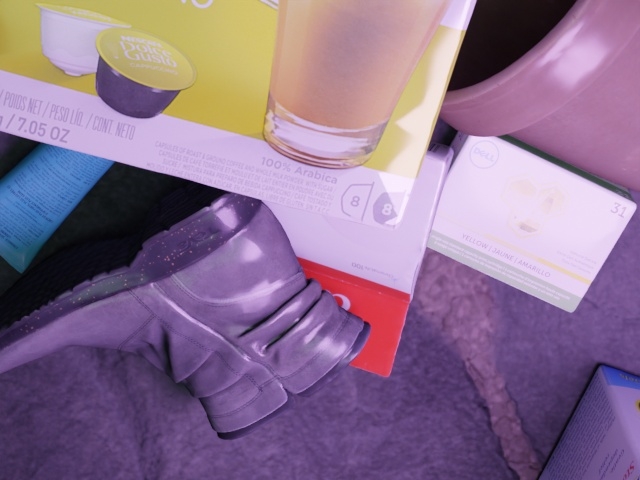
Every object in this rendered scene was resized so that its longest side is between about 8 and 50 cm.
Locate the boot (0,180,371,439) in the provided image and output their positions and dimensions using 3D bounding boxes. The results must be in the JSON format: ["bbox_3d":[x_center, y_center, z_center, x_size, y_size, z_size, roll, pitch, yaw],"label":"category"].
[{"bbox_3d":[-0.143,0.098,1.640,0.338,0.118,0.223,-25,113,23],"label":"boot"}]

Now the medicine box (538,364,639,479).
[{"bbox_3d":[0.362,0.272,1.658,0.263,0.289,0.149,20,109,-10],"label":"medicine box"}]

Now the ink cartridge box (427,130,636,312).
[{"bbox_3d":[0.207,-0.073,1.645,0.171,0.056,0.235,25,110,-11],"label":"ink cartridge box"}]

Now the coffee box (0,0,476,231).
[{"bbox_3d":[-0.065,-0.252,1.407,0.337,0.338,0.334,14,110,-9],"label":"coffee box"}]

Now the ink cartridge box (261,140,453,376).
[{"bbox_3d":[0.000,0.000,1.636,0.189,0.066,0.232,18,107,9],"label":"ink cartridge box"}]

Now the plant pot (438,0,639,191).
[{"bbox_3d":[0.232,-0.161,1.520,0.229,0.263,0.263,36,106,-28],"label":"plant pot"}]

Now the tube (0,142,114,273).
[{"bbox_3d":[-0.231,-0.061,1.632,0.080,0.052,0.207,43,109,-12],"label":"tube"}]
